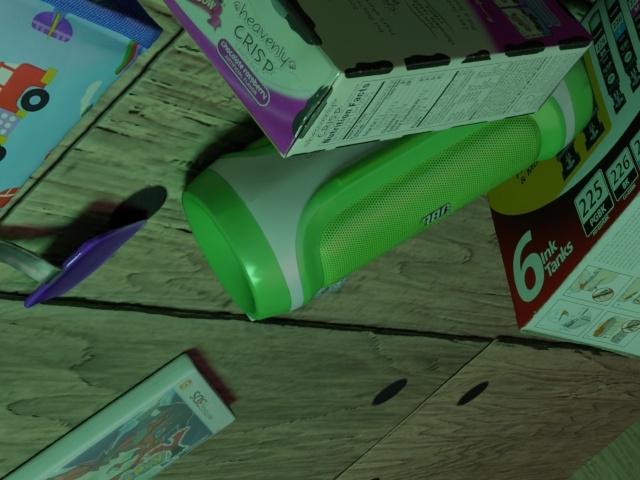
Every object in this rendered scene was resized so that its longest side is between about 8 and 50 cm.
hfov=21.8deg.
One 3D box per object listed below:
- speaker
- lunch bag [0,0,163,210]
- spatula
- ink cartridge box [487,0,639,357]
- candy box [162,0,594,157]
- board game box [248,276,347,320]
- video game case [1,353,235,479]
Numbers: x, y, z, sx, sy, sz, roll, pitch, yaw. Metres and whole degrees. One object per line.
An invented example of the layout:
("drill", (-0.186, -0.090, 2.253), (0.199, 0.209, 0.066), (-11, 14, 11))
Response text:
("speaker", (0.052, -0.062, 1.217), (0.296, 0.131, 0.131), (-31, 158, -14))
("lunch bag", (-0.256, -0.087, 0.711), (0.221, 0.138, 0.293), (-45, 151, 23))
("spatula", (-0.215, 0.010, 1.087), (0.084, 0.030, 0.296), (-42, 158, 20))
("ink cartridge box", (0.268, -0.106, 1.382), (0.130, 0.272, 0.309), (13, 134, -23))
("candy box", (0.030, -0.139, 0.979), (0.233, 0.159, 0.071), (-12, 147, -45))
("board game box", (0.000, 0.000, 1.397), (0.103, 0.026, 0.154), (-19, 153, -37))
("video game case", (-0.181, 0.192, 1.523), (0.201, 0.023, 0.183), (-35, 158, -4))
